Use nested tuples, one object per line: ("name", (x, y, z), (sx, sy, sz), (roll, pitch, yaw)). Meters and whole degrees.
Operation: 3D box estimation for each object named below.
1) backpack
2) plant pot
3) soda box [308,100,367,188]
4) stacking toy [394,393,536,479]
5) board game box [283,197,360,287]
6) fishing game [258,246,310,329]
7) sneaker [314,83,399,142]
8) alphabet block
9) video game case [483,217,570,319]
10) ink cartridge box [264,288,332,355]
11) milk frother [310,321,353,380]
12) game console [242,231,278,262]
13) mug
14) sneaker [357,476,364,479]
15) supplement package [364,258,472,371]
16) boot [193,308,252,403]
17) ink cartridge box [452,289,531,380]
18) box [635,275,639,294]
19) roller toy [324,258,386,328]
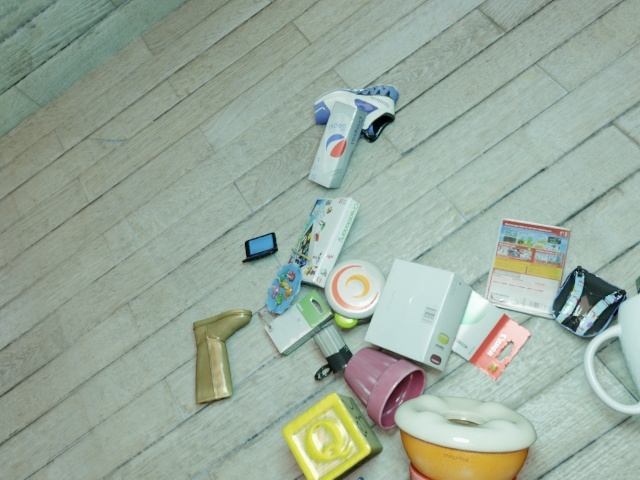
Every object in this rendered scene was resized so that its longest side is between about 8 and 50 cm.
("backpack", (0.733, 0.184, 1.450), (0.158, 0.117, 0.173), (33, 82, 25))
("plant pot", (0.175, 0.410, 1.508), (0.180, 0.201, 0.201), (30, 80, 41))
("soda box", (0.059, -0.328, 1.809), (0.091, 0.098, 0.286), (27, 104, 23))
("stacking toy", (0.351, 0.663, 1.325), (0.350, 0.350, 0.480), (3, 88, 18))
("board game box", (0.000, 0.000, 1.734), (0.193, 0.053, 0.305), (6, 68, 55))
("fishing game", (-0.127, 0.153, 1.696), (0.264, 0.041, 0.189), (-60, 30, 2))
("sneaker", (0.131, -0.447, 1.877), (0.315, 0.127, 0.182), (-7, 66, 13))
("alphabet block", (0.038, 0.565, 1.474), (0.193, 0.197, 0.192), (-38, 63, 1))
("video game case", (0.624, 0.080, 1.576), (0.204, 0.025, 0.285), (12, 74, 21))
("ink cartridge box", (-0.066, 0.268, 1.696), (0.209, 0.062, 0.109), (-38, 62, 0))
("milk frother", (0.015, 0.344, 1.598), (0.143, 0.129, 0.135), (-31, 83, -4))
("game console", (-0.218, 0.024, 1.837), (0.122, 0.107, 0.071), (-18, 94, 11))
("mug", (0.851, 0.296, 1.282), (0.374, 0.276, 0.328), (-22, 66, 13))
("sneaker", (0.120, 0.740, 1.469), (0.058, 0.052, 0.135), (4, 78, 8))
("supplement package", (0.287, 0.214, 1.517), (0.204, 0.145, 0.262), (14, 78, 41))
("boot", (-0.315, 0.383, 1.723), (0.236, 0.089, 0.270), (-20, 65, 21))
("ink cartridge box", (0.466, 0.270, 1.525), (0.224, 0.056, 0.181), (37, 92, 27))
("box", (0.971, 0.123, 1.431), (0.168, 0.059, 0.054), (-3, 68, 16))
("roller toy", (0.115, 0.162, 1.636), (0.209, 0.146, 0.191), (-28, 70, -4))
